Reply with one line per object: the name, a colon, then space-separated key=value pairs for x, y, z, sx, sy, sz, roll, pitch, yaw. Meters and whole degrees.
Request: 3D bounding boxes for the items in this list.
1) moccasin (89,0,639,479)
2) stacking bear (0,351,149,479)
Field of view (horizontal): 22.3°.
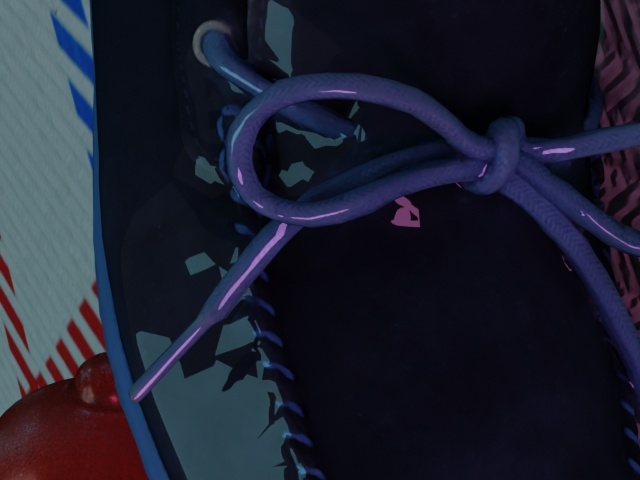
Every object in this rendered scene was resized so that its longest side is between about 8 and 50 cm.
moccasin: x=0.005 y=-0.041 z=0.392 sx=0.117 sy=0.137 sz=0.342 roll=-42 pitch=61 yaw=50
stacking bear: x=-0.068 y=0.193 z=0.663 sx=0.175 sy=0.164 sz=0.289 roll=130 pitch=131 yaw=-62
